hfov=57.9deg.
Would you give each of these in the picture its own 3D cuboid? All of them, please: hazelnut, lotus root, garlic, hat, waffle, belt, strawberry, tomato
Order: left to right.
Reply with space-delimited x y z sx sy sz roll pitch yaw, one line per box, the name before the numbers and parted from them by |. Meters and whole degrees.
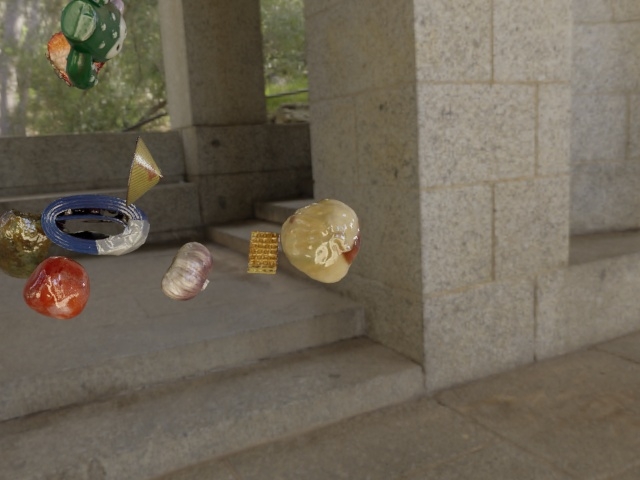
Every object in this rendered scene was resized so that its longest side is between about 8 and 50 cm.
lotus root | -1.115 0.026 2.129 0.210 0.142 0.314 8 -37 -30
tomato | -0.738 0.137 1.635 0.187 0.187 0.151 -5 10 -8
strawberry | -0.803 -0.633 1.978 0.237 0.190 0.111 -14 20 18
belt | -0.796 -0.054 2.059 0.347 0.212 0.117 3 -5 -6
hat | -0.456 -0.174 1.524 0.082 0.193 0.193 11 5 -17
garlic | -0.312 0.078 1.380 0.102 0.147 0.159 30 20 -13
waffle | -0.189 0.039 1.929 0.103 0.148 0.042 2 -34 1
hazelnut | 0.000 0.000 1.817 0.261 0.261 0.241 -5 14 -8

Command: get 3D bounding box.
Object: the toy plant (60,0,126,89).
toy plant | -0.468 -0.438 1.204 0.113 0.232 0.243 21 -19 -10
